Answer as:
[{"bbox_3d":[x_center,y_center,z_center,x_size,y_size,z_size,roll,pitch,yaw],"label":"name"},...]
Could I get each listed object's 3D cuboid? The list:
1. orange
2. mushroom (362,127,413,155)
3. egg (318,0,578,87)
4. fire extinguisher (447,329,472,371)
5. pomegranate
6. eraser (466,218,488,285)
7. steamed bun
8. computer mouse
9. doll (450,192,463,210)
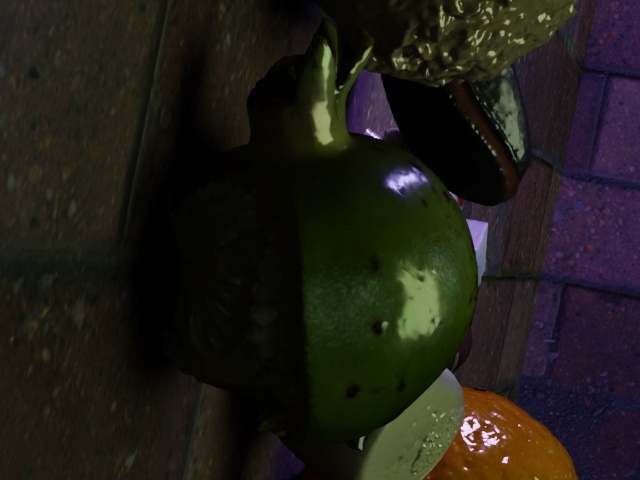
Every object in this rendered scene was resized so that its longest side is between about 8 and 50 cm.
[{"bbox_3d":[0.129,0.334,1.806,0.293,0.340,0.340,-45,144,-56],"label":"orange"},{"bbox_3d":[0.066,-0.090,1.775,0.083,0.067,0.083,-48,-174,6],"label":"mushroom"},{"bbox_3d":[0.115,-0.277,1.436,0.310,0.279,0.279,-45,147,-37],"label":"egg"},{"bbox_3d":[0.124,0.164,2.091,0.344,0.102,0.138,-17,93,-75],"label":"fire extinguisher"},{"bbox_3d":[0.000,0.000,1.264,0.260,0.260,0.341,-47,142,-64],"label":"pomegranate"},{"bbox_3d":[0.205,0.064,2.454,0.225,0.052,0.095,-60,155,-52],"label":"eraser"},{"bbox_3d":[0.028,0.155,1.576,0.155,0.200,0.250,-50,157,-10],"label":"steamed bun"},{"bbox_3d":[0.125,-0.185,1.677,0.183,0.116,0.323,14,-58,70],"label":"computer mouse"},{"bbox_3d":[0.144,-0.070,2.054,0.384,0.099,0.188,-68,163,-47],"label":"doll"}]
